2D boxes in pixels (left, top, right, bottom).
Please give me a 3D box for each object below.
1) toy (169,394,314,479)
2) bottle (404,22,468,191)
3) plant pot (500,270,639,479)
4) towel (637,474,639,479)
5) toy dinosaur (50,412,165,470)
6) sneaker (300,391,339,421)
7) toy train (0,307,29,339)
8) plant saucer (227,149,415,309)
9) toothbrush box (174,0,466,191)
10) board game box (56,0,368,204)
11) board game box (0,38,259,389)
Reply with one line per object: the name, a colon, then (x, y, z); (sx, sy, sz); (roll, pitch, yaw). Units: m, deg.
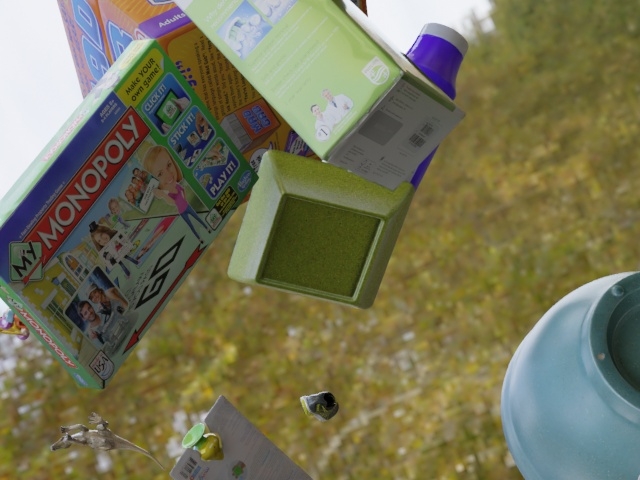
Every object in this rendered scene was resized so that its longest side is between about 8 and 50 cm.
toy: (-0.108, 0.341, 2.147); (0.237, 0.056, 0.137); (48, -120, -27)
bottle: (0.098, -0.141, 1.928); (0.092, 0.118, 0.283); (40, -109, -37)
plant pot: (0.350, 0.150, 1.628); (0.196, 0.293, 0.293); (95, 164, -61)
towel: (0.325, 0.224, 1.387); (0.113, 0.023, 0.152); (-53, -40, -24)
toy dinosaur: (-0.322, 0.298, 2.294); (0.092, 0.183, 0.053); (63, -144, -64)
sneaker: (0.007, 0.204, 1.891); (0.083, 0.035, 0.031); (15, -123, -64)
toy train: (-0.477, 0.101, 2.251); (0.125, 0.166, 0.046); (99, -177, -70)
plant saucer: (0.000, 0.000, 1.837); (0.188, 0.188, 0.045); (13, -150, -10)
toothbrush box: (-0.010, -0.199, 1.582); (0.283, 0.122, 0.206); (46, -169, 22)
board game box: (-0.164, -0.314, 2.393); (0.356, 0.356, 0.356); (41, 151, 40)
board game box: (-0.216, -0.030, 1.634); (0.213, 0.046, 0.317); (54, -124, -32)
